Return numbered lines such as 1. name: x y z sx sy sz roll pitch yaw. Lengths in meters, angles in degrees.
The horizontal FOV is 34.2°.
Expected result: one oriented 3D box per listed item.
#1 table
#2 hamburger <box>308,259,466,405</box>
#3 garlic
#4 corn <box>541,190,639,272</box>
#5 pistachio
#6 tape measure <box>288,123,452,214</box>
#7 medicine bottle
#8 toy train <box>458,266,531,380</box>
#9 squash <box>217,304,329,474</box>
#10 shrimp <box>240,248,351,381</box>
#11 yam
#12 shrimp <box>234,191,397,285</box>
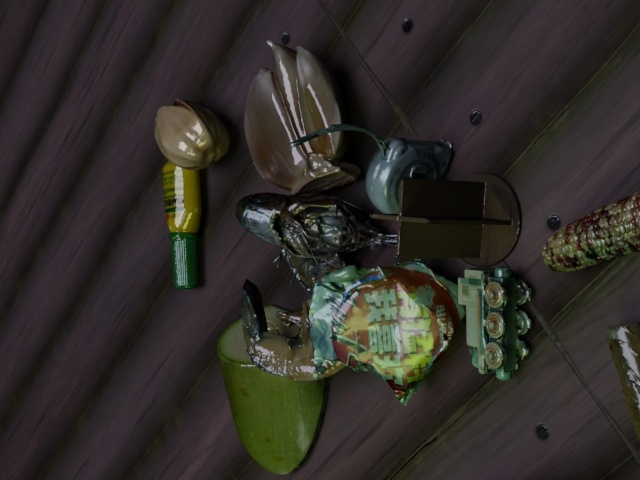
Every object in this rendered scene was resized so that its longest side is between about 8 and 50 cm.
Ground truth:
1. table: 0.207 -0.036 1.763 0.167 0.226 0.167 0 90 47
2. hamburger: 0.118 0.139 1.904 0.276 0.150 0.261 20 110 8
3. garlic: -0.046 -0.233 2.105 0.279 0.132 0.325 -33 69 42
4. corn: 0.451 -0.013 1.607 0.253 0.086 0.086 -28 70 47
5. pistachio: -0.301 -0.245 2.363 0.229 0.157 0.157 38 118 48
6. tape measure: 0.090 -0.117 1.812 0.084 0.330 0.164 24 110 47
7. medicine bottle: -0.321 -0.038 2.448 0.111 0.076 0.309 -7 87 48
8. toy train: 0.296 0.139 1.784 0.125 0.080 0.194 6 98 57
9. squash: -0.084 0.335 2.207 0.233 0.210 0.309 14 129 45
10. shrimp: -0.061 0.093 2.103 0.272 0.085 0.445 -32 57 8
11. yam: 0.506 0.273 1.561 0.071 0.067 0.317 -39 61 55
12. shrimp: -0.002 -0.001 2.011 0.372 0.137 0.172 21 113 27
